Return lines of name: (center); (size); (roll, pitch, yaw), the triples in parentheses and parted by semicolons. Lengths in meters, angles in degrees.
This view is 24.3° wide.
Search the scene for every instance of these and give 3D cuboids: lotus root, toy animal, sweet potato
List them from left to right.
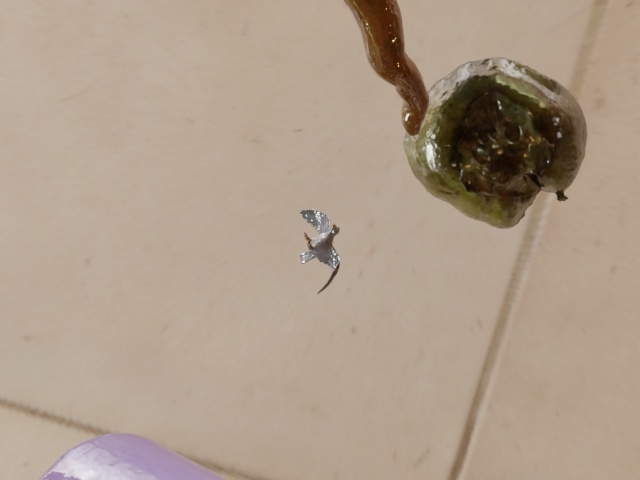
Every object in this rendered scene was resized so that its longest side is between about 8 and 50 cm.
toy animal: (-0.001, 0.000, 1.281); (0.028, 0.050, 0.084); (-4, 61, -17)
sweet potato: (0.049, -0.151, 1.140); (0.044, 0.044, 0.179); (-26, 122, 6)
lotus root: (0.200, -0.105, 1.655); (0.203, 0.078, 0.183); (23, 100, -6)

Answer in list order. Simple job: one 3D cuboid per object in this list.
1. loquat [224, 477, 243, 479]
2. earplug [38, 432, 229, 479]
loquat: (-0.136, 0.412, 1.806); (0.284, 0.276, 0.276); (8, 96, 23)
earplug: (-0.048, 0.316, 1.211); (0.456, 0.215, 0.215); (14, 98, 43)
